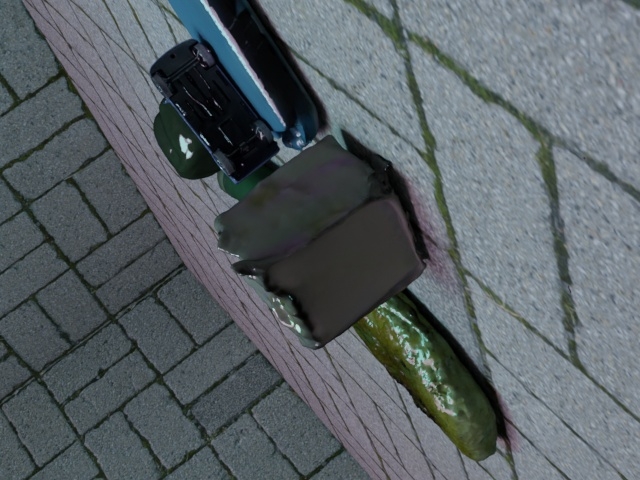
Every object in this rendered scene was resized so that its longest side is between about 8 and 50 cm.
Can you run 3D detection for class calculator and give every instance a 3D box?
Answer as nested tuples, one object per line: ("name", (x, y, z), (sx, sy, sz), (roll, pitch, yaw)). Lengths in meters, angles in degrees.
("calculator", (-0.100, -0.225, 1.179), (0.293, 0.051, 0.173), (56, 170, -16))

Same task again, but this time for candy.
("candy", (0.000, 0.000, 1.140), (0.137, 0.195, 0.185), (49, 173, 40))

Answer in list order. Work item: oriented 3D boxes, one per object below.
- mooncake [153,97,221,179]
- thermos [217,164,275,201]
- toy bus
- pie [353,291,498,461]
("mooncake", (-0.138, -0.159, 1.374), (0.175, 0.168, 0.104), (-38, 77, 47))
("thermos", (-0.083, -0.068, 1.513), (0.187, 0.083, 0.073), (35, 137, 51))
("toy bus", (-0.125, -0.146, 1.199), (0.167, 0.073, 0.076), (53, 171, -1))
("pie", (0.130, 0.173, 1.433), (0.323, 0.070, 0.323), (50, 170, 12))
